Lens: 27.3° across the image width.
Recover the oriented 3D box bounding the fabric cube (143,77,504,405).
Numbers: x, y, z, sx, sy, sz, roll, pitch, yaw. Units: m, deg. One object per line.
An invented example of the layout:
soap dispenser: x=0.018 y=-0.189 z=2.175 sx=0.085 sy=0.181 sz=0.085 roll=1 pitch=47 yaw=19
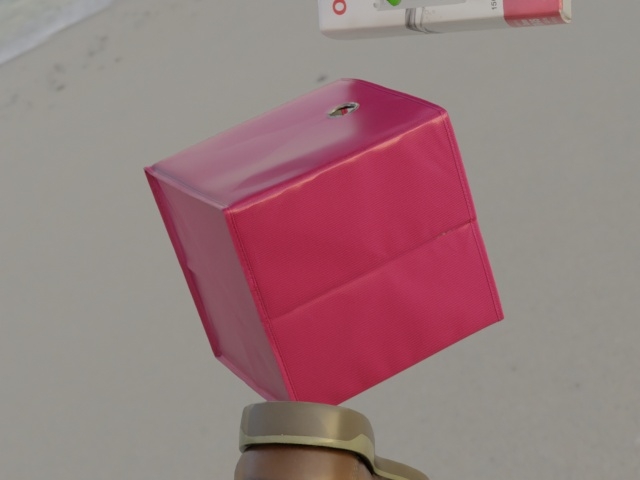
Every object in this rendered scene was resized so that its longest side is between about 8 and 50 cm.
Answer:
fabric cube: x=0.000 y=0.000 z=1.419 sx=0.258 sy=0.259 sz=0.254 roll=-25 pitch=23 yaw=-18

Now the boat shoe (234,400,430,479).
boat shoe: x=0.004 y=0.192 z=0.884 sx=0.110 sy=0.307 sz=0.104 roll=-2 pitch=70 yaw=17

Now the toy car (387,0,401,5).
toy car: x=0.009 y=-0.308 z=1.201 sx=0.053 sy=0.225 sz=0.239 roll=-40 pitch=25 yaw=22

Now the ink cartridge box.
ink cartridge box: x=0.138 y=-0.342 z=1.510 sx=0.283 sy=0.207 sz=0.117 roll=-2 pitch=5 yaw=17
